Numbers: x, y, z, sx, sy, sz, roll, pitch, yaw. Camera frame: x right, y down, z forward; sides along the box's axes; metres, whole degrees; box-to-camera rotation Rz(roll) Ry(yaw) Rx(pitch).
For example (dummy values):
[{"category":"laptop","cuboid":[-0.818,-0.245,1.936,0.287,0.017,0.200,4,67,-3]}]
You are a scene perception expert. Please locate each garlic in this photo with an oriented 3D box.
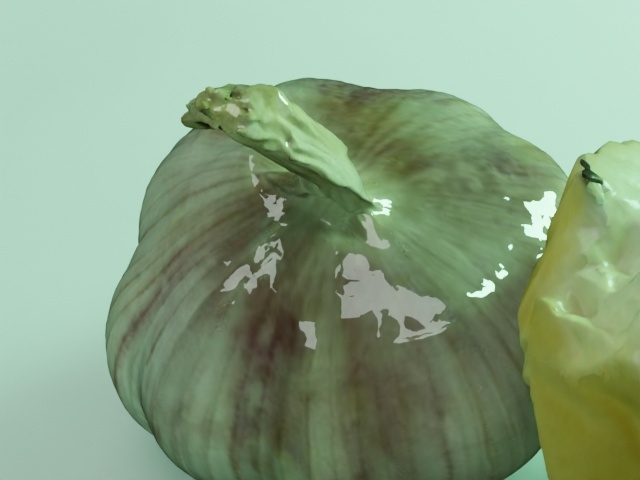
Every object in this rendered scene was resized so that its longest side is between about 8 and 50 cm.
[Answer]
[{"category":"garlic","cuboid":[0.000,0.000,0.730,0.245,0.253,0.245,-9,53,13]}]

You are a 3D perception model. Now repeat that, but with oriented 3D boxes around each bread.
[{"category":"bread","cuboid":[0.194,0.039,0.629,0.224,0.211,0.183,-23,20,28]}]
